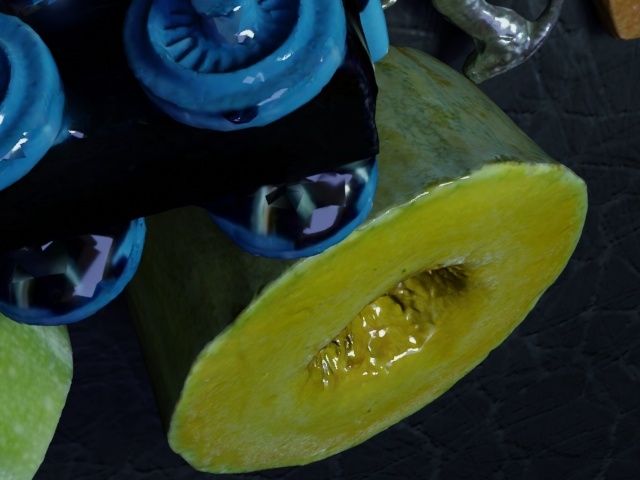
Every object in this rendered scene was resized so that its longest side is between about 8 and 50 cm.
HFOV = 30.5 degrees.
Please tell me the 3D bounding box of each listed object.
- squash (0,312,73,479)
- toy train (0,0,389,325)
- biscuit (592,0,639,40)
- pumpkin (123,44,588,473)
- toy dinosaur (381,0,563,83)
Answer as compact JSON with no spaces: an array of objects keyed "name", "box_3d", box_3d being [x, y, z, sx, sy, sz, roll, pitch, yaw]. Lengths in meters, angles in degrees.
[{"name":"squash","box_3d":[-0.359,0.026,0.639,0.263,0.263,0.384,-41,132,-1]},{"name":"toy train","box_3d":[-0.116,-0.112,0.644,0.300,0.265,0.188,-14,150,4]},{"name":"biscuit","box_3d":[0.245,-0.312,0.921,0.306,0.043,0.284,14,114,-33]},{"name":"pumpkin","box_3d":[0.000,0.000,0.842,0.332,0.199,0.332,-29,154,-16]},{"name":"toy dinosaur","box_3d":[0.115,-0.246,0.844,0.162,0.077,0.294,-1,138,-11]}]
